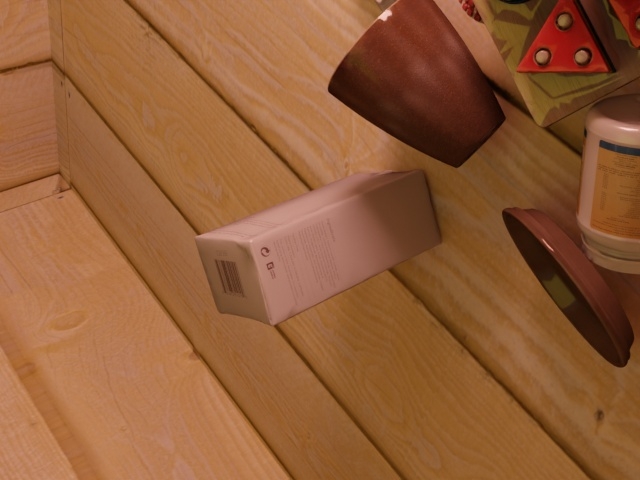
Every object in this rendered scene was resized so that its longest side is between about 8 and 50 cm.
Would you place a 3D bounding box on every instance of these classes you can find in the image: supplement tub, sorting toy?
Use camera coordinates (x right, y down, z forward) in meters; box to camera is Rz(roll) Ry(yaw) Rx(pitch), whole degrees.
[{"bbox_3d":[0.405,-0.073,1.073,0.144,0.144,0.200,29,133,45],"label":"supplement tub"},{"bbox_3d":[0.312,-0.305,1.004,0.255,0.089,0.257,-28,86,29],"label":"sorting toy"}]

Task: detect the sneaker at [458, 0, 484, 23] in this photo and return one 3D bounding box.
[{"bbox_3d":[0.280,-0.312,1.140,0.225,0.092,0.088,40,113,26],"label":"sneaker"}]

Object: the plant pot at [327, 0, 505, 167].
[{"bbox_3d":[0.168,-0.230,1.302,0.230,0.215,0.215,45,145,6],"label":"plant pot"}]

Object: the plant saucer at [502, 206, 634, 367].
[{"bbox_3d":[0.358,0.059,1.208,0.278,0.041,0.278,54,-177,-3],"label":"plant saucer"}]

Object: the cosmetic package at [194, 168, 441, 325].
[{"bbox_3d":[0.000,0.000,1.503,0.217,0.385,0.156,5,113,58],"label":"cosmetic package"}]

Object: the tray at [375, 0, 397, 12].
[{"bbox_3d":[0.120,-0.489,1.339,0.145,0.030,0.270,57,147,16],"label":"tray"}]
